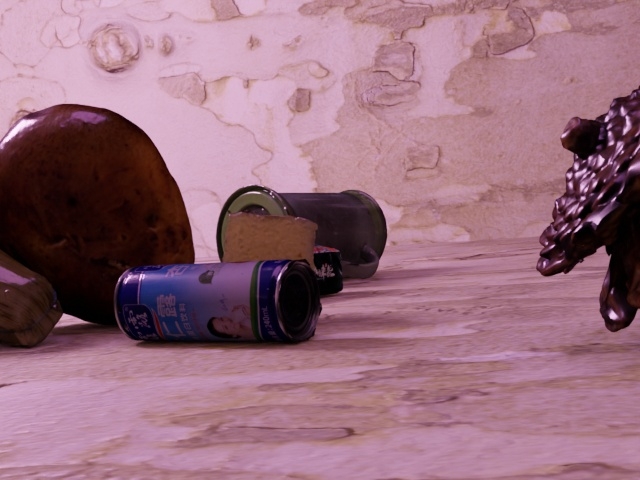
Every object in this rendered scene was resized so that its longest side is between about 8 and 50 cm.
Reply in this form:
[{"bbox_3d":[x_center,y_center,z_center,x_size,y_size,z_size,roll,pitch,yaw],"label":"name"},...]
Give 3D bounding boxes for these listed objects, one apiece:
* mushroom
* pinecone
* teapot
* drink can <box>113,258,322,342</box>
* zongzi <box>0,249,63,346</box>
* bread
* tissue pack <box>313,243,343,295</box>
[{"bbox_3d":[-0.341,-0.030,1.398,0.346,0.345,0.259,-4,17,15],"label":"mushroom"},{"bbox_3d":[0.349,-0.027,0.868,0.296,0.242,0.298,5,0,-4],"label":"pinecone"},{"bbox_3d":[0.000,0.000,1.879,0.270,0.200,0.337,29,21,35],"label":"teapot"},{"bbox_3d":[-0.121,0.072,1.112,0.235,0.097,0.097,-2,3,30],"label":"drink can"},{"bbox_3d":[-0.460,0.022,1.222,0.228,0.256,0.115,3,40,46],"label":"zongzi"},{"bbox_3d":[-0.058,0.043,1.236,0.152,0.147,0.127,5,-6,33],"label":"bread"},{"bbox_3d":[-0.059,0.053,1.558,0.170,0.090,0.103,-7,6,-38],"label":"tissue pack"}]
